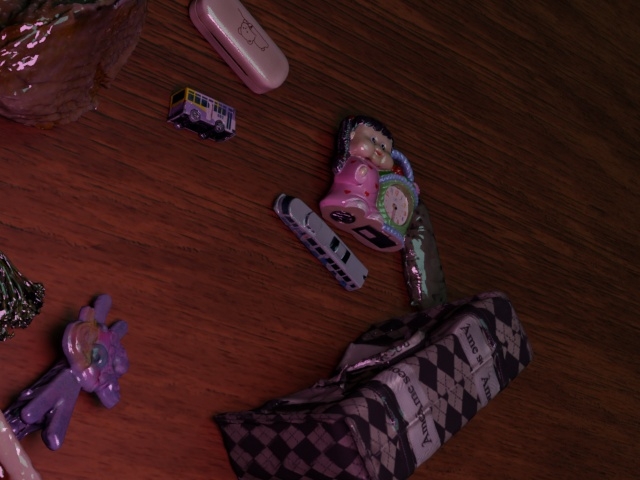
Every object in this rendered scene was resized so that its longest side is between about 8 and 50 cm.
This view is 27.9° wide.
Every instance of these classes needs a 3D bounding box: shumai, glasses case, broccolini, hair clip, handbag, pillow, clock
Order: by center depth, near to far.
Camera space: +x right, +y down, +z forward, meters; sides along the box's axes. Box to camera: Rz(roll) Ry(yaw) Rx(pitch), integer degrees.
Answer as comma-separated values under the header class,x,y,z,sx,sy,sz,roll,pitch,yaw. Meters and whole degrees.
class,x,y,z,sx,sy,sz,roll,pitch,yaw
broccolini,-0.464,0.032,1.634,0.271,0.062,0.123,47,34,-31
hair clip,-0.324,0.184,1.701,0.278,0.090,0.137,-52,122,-41
shumai,-0.419,-0.310,1.762,0.283,0.217,0.346,32,37,5
handbag,0.080,0.231,1.937,0.416,0.317,0.180,-32,106,-42
glasses case,-0.131,-0.326,2.093,0.196,0.050,0.083,47,47,-23
clock,0.088,-0.101,2.201,0.194,0.100,0.195,32,58,-38
pillow,0.176,0.043,2.269,0.093,0.051,0.241,-5,82,-45

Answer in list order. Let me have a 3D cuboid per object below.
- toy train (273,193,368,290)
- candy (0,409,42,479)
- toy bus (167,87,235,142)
class,x,y,z,sx,sy,sz,roll,pitch,yaw
toy train,0.000,0.000,2.114,0.207,0.047,0.043,46,48,-25
candy,-0.425,0.292,1.502,0.135,0.179,0.320,-35,101,-43
toy bus,-0.182,-0.194,1.997,0.102,0.052,0.058,20,63,-37
